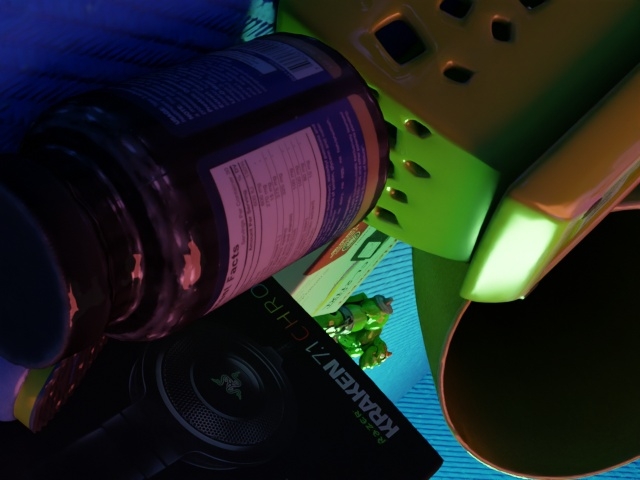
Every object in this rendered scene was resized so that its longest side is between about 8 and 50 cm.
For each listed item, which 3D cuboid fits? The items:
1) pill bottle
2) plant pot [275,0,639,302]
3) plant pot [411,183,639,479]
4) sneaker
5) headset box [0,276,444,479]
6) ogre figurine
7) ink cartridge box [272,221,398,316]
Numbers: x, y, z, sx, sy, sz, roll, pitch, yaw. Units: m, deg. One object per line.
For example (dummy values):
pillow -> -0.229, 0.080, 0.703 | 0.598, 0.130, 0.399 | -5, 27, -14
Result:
pill bottle -> -0.072, -0.024, 0.517 | 0.219, 0.123, 0.123 | -29, 159, -46
plant pot -> 0.121, -0.100, 0.680 | 0.227, 0.207, 0.228 | -42, 166, -15
plant pot -> 0.196, 0.017, 0.948 | 0.275, 0.275, 0.293 | -50, -151, 17
sneaker -> -0.142, 0.019, 0.584 | 0.209, 0.082, 0.069 | -57, 171, -54
headset box -> -0.109, 0.145, 0.638 | 0.283, 0.246, 0.131 | -27, 158, -48
ogre figurine -> 0.021, 0.115, 1.242 | 0.118, 0.097, 0.197 | -19, 140, -22
ink cartridge box -> 0.000, 0.000, 0.885 | 0.127, 0.072, 0.175 | -50, 165, 14
